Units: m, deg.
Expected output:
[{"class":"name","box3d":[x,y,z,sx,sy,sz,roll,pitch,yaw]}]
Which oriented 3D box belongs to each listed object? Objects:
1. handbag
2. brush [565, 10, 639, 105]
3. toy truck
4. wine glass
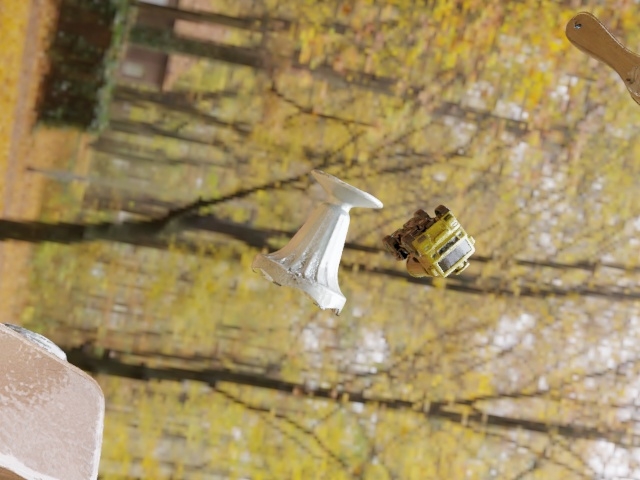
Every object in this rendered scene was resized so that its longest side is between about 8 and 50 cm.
[{"class":"handbag","box3d":[-0.295,0.163,1.190,0.072,0.193,0.151,-24,-137,34]},{"class":"brush","box3d":[0.444,-0.249,1.795,0.070,0.065,0.327,-51,-139,14]},{"class":"toy truck","box3d":[0.096,0.005,1.080,0.049,0.054,0.083,-39,-172,-14]},{"class":"wine glass","box3d":[0.000,0.000,1.997,0.196,0.165,0.165,-63,-170,-5]}]
